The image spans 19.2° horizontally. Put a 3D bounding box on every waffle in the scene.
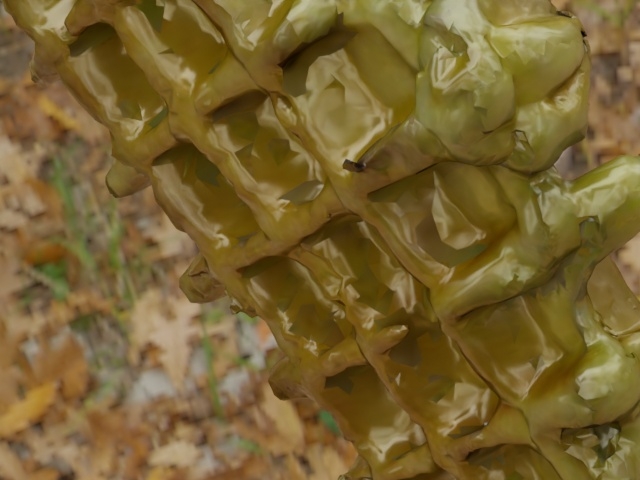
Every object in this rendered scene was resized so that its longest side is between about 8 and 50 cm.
[{"bbox_3d":[0.000,0.000,0.386,0.160,0.192,0.046,18,46,39],"label":"waffle"}]
